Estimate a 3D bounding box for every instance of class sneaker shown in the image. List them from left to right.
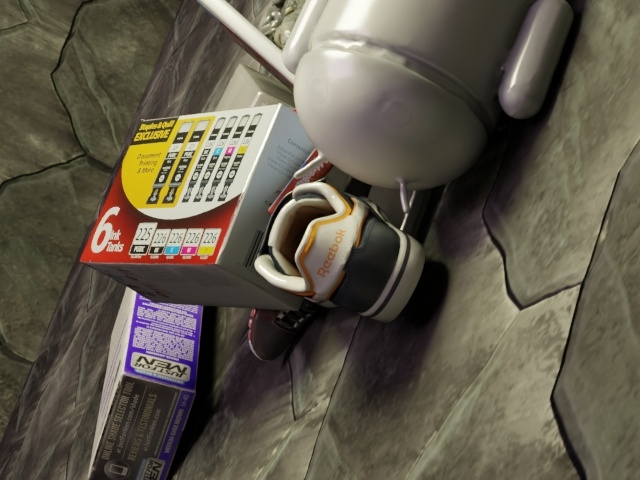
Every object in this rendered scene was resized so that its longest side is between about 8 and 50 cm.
[{"bbox_3d":[-0.032,0.072,1.928,0.158,0.061,0.065,-63,22,7],"label":"sneaker"},{"bbox_3d":[0.000,0.000,1.701,0.126,0.127,0.321,-67,15,-3],"label":"sneaker"}]

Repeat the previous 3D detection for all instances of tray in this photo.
[{"bbox_3d":[0.100,-0.084,1.791,0.145,0.030,0.270,-30,37,65],"label":"tray"}]

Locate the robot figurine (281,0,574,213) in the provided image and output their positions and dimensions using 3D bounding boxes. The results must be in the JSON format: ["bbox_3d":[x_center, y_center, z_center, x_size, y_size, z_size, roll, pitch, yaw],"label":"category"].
[{"bbox_3d":[0.101,-0.197,1.633,0.300,0.200,0.353,15,73,38],"label":"robot figurine"}]

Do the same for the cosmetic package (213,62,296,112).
[{"bbox_3d":[-0.066,-0.157,2.275,0.107,0.127,0.238,-61,14,12],"label":"cosmetic package"}]

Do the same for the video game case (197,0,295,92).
[{"bbox_3d":[-0.066,-0.233,2.109,0.023,0.212,0.193,-47,-19,1],"label":"video game case"}]

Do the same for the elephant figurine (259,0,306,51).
[{"bbox_3d":[0.021,-0.297,2.150,0.239,0.169,0.186,176,110,-76],"label":"elephant figurine"}]

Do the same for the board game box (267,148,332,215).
[{"bbox_3d":[0.050,-0.144,1.823,0.281,0.027,0.145,-51,0,-36],"label":"board game box"}]

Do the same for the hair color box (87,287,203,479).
[{"bbox_3d":[-0.233,0.168,2.294,0.339,0.110,0.185,-88,17,-59],"label":"hair color box"}]

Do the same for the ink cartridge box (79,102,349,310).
[{"bbox_3d":[-0.114,-0.067,1.987,0.309,0.130,0.272,-1,63,53],"label":"ink cartridge box"}]
